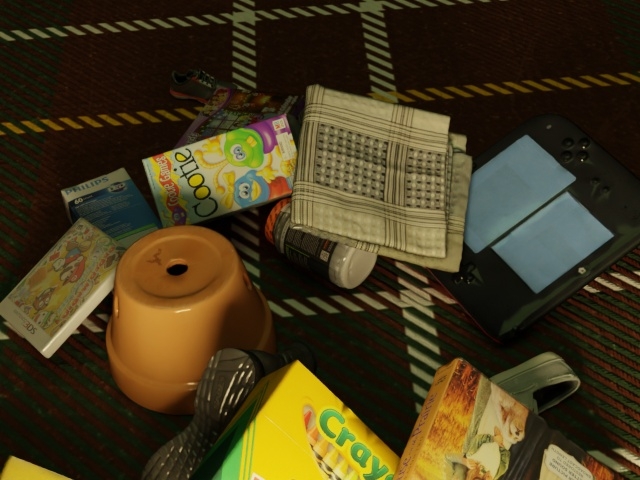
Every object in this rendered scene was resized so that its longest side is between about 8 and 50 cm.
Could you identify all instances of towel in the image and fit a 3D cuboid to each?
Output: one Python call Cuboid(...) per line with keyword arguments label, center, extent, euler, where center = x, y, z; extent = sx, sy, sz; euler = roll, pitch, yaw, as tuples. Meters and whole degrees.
Cuboid(label="towel", center=(0.114, -0.116, 2.035), extent=(0.324, 0.056, 0.312), euler=(15, 56, -12))

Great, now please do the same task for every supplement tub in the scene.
Cuboid(label="supplement tub", center=(0.000, 0.000, 2.078), extent=(0.190, 0.117, 0.117), euler=(28, 52, 29))

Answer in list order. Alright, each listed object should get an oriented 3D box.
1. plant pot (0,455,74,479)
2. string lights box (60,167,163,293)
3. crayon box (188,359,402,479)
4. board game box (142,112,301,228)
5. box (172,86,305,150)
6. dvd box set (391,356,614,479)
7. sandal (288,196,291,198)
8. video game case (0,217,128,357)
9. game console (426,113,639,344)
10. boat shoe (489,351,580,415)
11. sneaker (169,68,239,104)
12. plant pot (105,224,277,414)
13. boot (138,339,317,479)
Cuboid(label="plant pot", center=(-0.355, 0.450, 1.587), extent=(0.212, 0.212, 0.187), euler=(16, 61, 21))
Cuboid(label="string lights box", center=(-0.375, -0.019, 2.161), extent=(0.133, 0.077, 0.260), euler=(-22, 46, -18))
Cuboid(label="crayon box", center=(-0.004, 0.396, 1.520), extent=(0.363, 0.106, 0.313), euler=(45, 52, -10))
Cuboid(label="board game box", center=(-0.161, -0.122, 2.115), extent=(0.275, 0.142, 0.144), euler=(-17, 0, 9))
Cuboid(label="box", center=(-0.173, -0.198, 2.333), extent=(0.201, 0.057, 0.293), euler=(8, 45, 22))
Cuboid(label="dvd box set", center=(0.224, 0.401, 1.558), extent=(0.307, 0.062, 0.420), euler=(38, 48, -8))
Cuboid(label="sandal", center=(-0.047, -0.108, 2.260), extent=(0.067, 0.040, 0.179), euler=(-12, 28, -11))
Cuboid(label="video game case", center=(-0.444, 0.076, 2.012), extent=(0.227, 0.026, 0.206), euler=(-49, 40, -12))
Cuboid(label="game console", center=(0.365, -0.036, 2.048), extent=(0.386, 0.060, 0.342), euler=(-36, 49, -5))
Cuboid(label="boat shoe", center=(0.312, 0.251, 1.812), extent=(0.227, 0.079, 0.081), euler=(-25, 43, -25))
Cuboid(label="sneaker", center=(-0.254, -0.337, 2.494), extent=(0.158, 0.065, 0.061), euler=(4, 44, 10))
Cuboid(label="plant pot", center=(-0.224, 0.114, 1.916), extent=(0.290, 0.203, 0.291), euler=(-2, 44, 2))
Cuboid(label="boot", center=(-0.129, 0.307, 1.742), extent=(0.118, 0.338, 0.222), euler=(39, 13, 24))
